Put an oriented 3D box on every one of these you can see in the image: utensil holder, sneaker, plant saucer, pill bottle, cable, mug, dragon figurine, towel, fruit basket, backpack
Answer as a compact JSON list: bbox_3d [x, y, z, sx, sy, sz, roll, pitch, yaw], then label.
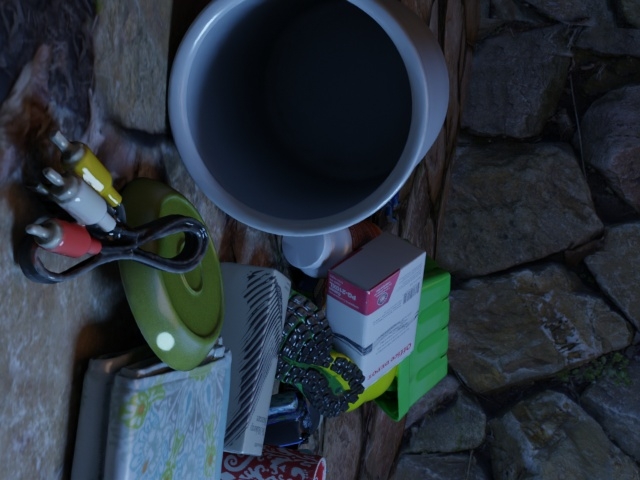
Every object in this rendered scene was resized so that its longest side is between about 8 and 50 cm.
[{"bbox_3d":[0.009,-0.201,1.545,0.385,0.327,0.327,-42,137,-73],"label":"utensil holder"},{"bbox_3d":[-0.054,0.179,1.918,0.134,0.146,0.343,-44,139,-12],"label":"sneaker"},{"bbox_3d":[-0.170,0.036,1.349,0.241,0.037,0.241,-14,90,-74],"label":"plant saucer"},{"bbox_3d":[0.024,0.012,2.062,0.216,0.121,0.121,9,88,-59],"label":"pill bottle"},{"bbox_3d":[-0.204,0.001,1.158,0.287,0.072,0.139,30,69,-52],"label":"cable"},{"bbox_3d":[-0.086,0.390,1.768,0.113,0.169,0.150,24,73,-76],"label":"mug"},{"bbox_3d":[0.148,-0.121,2.636,0.289,0.085,0.144,-64,157,-54],"label":"dragon figurine"},{"bbox_3d":[-0.215,0.306,1.386,0.320,0.090,0.374,-5,101,-73],"label":"towel"},{"bbox_3d":[-0.040,0.293,2.092,0.118,0.083,0.222,-51,143,-56],"label":"sneaker"},{"bbox_3d":[0.094,0.214,2.389,0.392,0.283,0.392,-19,128,-26],"label":"fruit basket"},{"bbox_3d":[-0.068,0.308,1.941,0.114,0.105,0.084,-40,114,-80],"label":"backpack"}]

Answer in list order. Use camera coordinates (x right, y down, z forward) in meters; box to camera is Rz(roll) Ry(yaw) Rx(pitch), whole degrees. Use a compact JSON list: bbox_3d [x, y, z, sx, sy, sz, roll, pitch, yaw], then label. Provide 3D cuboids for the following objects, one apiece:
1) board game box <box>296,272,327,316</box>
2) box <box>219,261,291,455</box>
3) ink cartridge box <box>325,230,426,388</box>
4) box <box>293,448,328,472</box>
[{"bbox_3d":[0.012,0.061,2.230,0.136,0.035,0.201,81,28,-49],"label":"board game box"},{"bbox_3d":[-0.120,0.178,1.677,0.113,0.094,0.275,42,55,-73],"label":"box"},{"bbox_3d":[0.096,0.130,2.047,0.172,0.100,0.237,-32,138,-39],"label":"ink cartridge box"},{"bbox_3d":[-0.063,0.432,2.020,0.100,0.060,0.244,-47,164,2],"label":"box"}]
